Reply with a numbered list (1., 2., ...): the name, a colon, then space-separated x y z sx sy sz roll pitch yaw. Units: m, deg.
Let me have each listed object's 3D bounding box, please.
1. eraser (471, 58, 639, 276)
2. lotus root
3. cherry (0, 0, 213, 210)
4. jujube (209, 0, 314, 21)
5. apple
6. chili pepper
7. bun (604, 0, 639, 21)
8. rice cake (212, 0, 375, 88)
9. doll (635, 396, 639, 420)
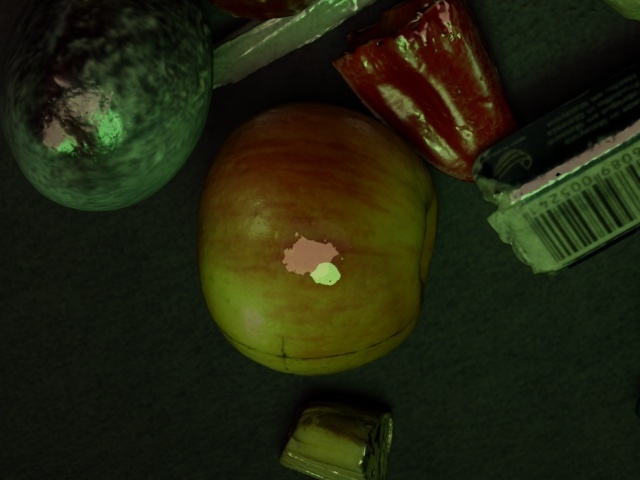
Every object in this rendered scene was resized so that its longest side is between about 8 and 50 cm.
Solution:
1. eraser: 0.324 -0.098 1.579 0.332 0.102 0.155 -31 134 12
2. lotus root: 0.024 0.234 1.802 0.135 0.095 0.159 17 154 6
3. cherry: -0.218 -0.157 1.559 0.218 0.296 0.255 20 124 -8
4. jujube: -0.072 -0.329 1.511 0.213 0.213 0.232 -41 102 20
5. apple: 0.000 0.000 1.598 0.233 0.286 0.286 2 113 13
6. chili pepper: 0.127 -0.141 1.622 0.144 0.136 0.253 -40 115 -15
7. bun: 0.352 -0.334 1.424 0.281 0.205 0.282 -2 98 -15
8. rice cake: -0.028 -0.234 1.632 0.269 0.049 0.055 -30 123 18
9. doll: 0.431 0.131 1.644 0.186 0.198 0.322 18 123 13
